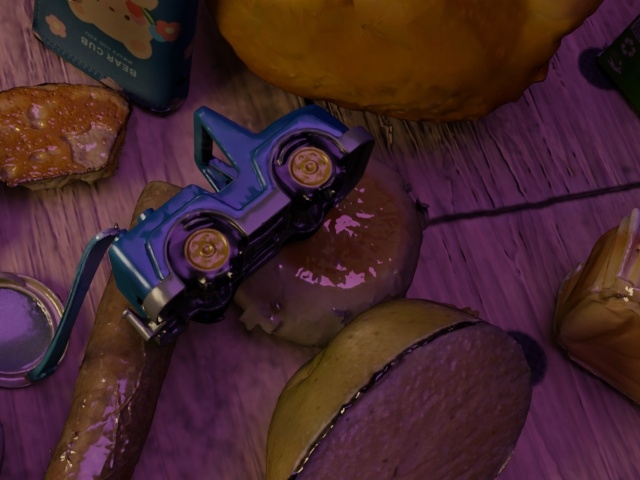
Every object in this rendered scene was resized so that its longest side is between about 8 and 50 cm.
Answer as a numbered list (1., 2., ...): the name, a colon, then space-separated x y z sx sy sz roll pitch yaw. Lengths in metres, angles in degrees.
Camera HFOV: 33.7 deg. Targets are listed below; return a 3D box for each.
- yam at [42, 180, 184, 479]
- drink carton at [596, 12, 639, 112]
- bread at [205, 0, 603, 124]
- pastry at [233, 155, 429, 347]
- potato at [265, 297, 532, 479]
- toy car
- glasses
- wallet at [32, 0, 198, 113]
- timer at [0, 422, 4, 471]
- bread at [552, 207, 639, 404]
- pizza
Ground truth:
1. yam: -0.136 0.098 0.701 0.066 0.066 0.300 19 60 -7
2. drink carton: 0.393 -0.123 0.948 0.161 0.108 0.271 -28 74 -27
3. bread: 0.054 -0.287 0.857 0.361 0.250 0.394 11 65 -9
4. pastry: 0.000 0.000 0.780 0.165 0.088 0.166 7 61 -13
5. potato: 0.032 0.117 0.711 0.202 0.182 0.117 -44 47 -9
6. toy car: -0.061 -0.022 0.676 0.191 0.097 0.100 -39 80 -17
7. glasses: -0.192 -0.016 0.664 0.088 0.220 0.190 -33 90 -48
8. wallet: -0.148 -0.194 0.765 0.141 0.202 0.059 31 61 5
9. timer: -0.307 0.141 0.627 0.208 0.069 0.191 23 60 -6
10. bread: 0.305 0.081 0.802 0.241 0.136 0.107 33 59 3
11. pizza: -0.209 -0.075 0.783 0.160 0.036 0.099 -14 61 -22
